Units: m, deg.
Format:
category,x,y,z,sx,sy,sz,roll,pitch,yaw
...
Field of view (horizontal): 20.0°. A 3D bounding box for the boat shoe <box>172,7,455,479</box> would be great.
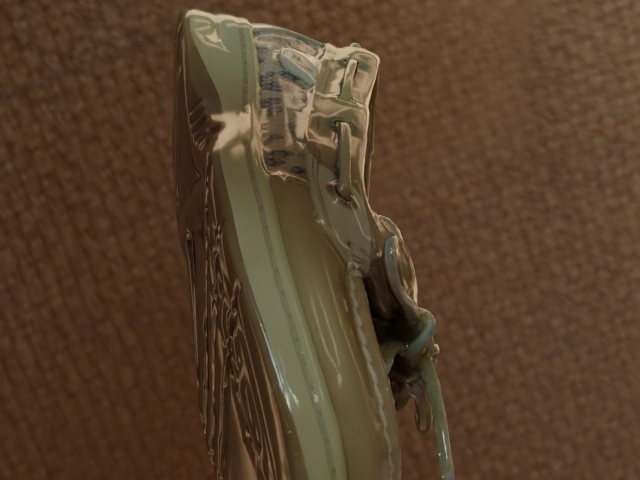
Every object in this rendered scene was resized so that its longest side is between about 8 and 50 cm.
category,x,y,z,sx,sy,sz,roll,pitch,yaw
boat shoe,0.000,0.000,0.633,0.089,0.285,0.105,-1,127,-10
